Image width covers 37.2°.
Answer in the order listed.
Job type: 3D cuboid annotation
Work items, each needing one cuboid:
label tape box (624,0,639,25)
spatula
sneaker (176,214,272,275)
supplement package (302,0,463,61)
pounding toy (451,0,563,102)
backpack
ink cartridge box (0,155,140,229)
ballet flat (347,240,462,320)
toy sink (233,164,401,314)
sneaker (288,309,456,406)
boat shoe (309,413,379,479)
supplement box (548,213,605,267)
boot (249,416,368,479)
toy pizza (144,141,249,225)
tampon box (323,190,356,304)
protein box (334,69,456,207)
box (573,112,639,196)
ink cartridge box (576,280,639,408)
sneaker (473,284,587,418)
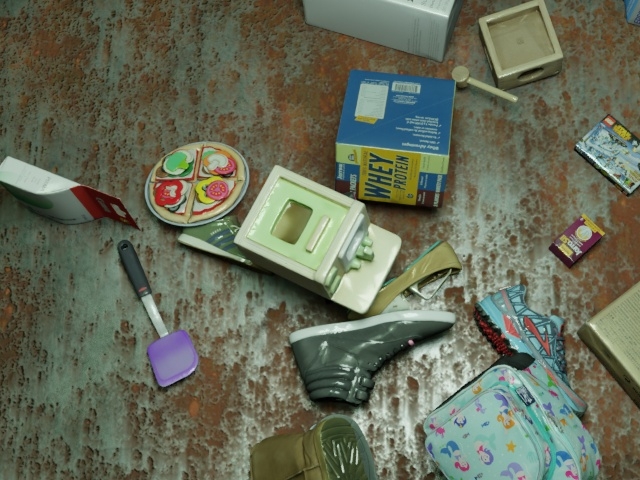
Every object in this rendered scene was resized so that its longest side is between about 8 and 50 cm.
[{"bbox_3d":[0.673,-0.490,1.768,0.347,0.249,0.115,19,74,9],"label":"label tape box"},{"bbox_3d":[-0.308,0.123,1.739,0.084,0.030,0.297,-25,72,-6],"label":"spatula"},{"bbox_3d":[-0.165,-0.006,1.753,0.192,0.064,0.086,19,79,12],"label":"sneaker"},{"bbox_3d":[0.127,-0.495,1.838,0.292,0.175,0.178,17,75,9],"label":"supplement package"},{"bbox_3d":[0.352,-0.334,1.824,0.206,0.094,0.181,-17,77,7],"label":"pounding toy"},{"bbox_3d":[0.312,0.337,1.537,0.225,0.191,0.254,-44,79,31],"label":"backpack"},{"bbox_3d":[-0.454,-0.065,1.729,0.224,0.181,0.056,23,75,8],"label":"ink cartridge box"},{"bbox_3d":[0.155,0.088,1.695,0.232,0.080,0.073,-36,75,-11],"label":"ballet flat"},{"bbox_3d":[0.000,0.000,1.582,0.234,0.131,0.153,26,79,14],"label":"toy sink"},{"bbox_3d":[0.099,0.208,1.656,0.295,0.104,0.147,-12,74,6],"label":"sneaker"},{"bbox_3d":[0.056,0.452,1.587,0.118,0.103,0.321,-16,77,-22],"label":"boat shoe"},{"bbox_3d":[0.465,0.001,1.729,0.083,0.043,0.055,-42,76,-9],"label":"supplement box"},{"bbox_3d":[-0.017,0.411,1.510,0.089,0.269,0.236,5,67,-28],"label":"boot"},{"bbox_3d":[-0.233,-0.113,1.780,0.201,0.032,0.201,-5,55,7],"label":"toy pizza"},{"bbox_3d":[0.035,0.014,1.707,0.101,0.120,0.161,-14,72,0],"label":"tampon box"},{"bbox_3d":[0.136,-0.186,1.726,0.199,0.136,0.201,7,50,5],"label":"protein box"},{"bbox_3d":[0.558,-0.161,1.784,0.094,0.027,0.137,-42,75,-9],"label":"box"},{"bbox_3d":[0.595,0.186,1.639,0.193,0.088,0.235,-34,73,-9],"label":"ink cartridge box"},{"bbox_3d":[0.386,0.184,1.644,0.125,0.104,0.262,-34,74,-10],"label":"sneaker"}]
